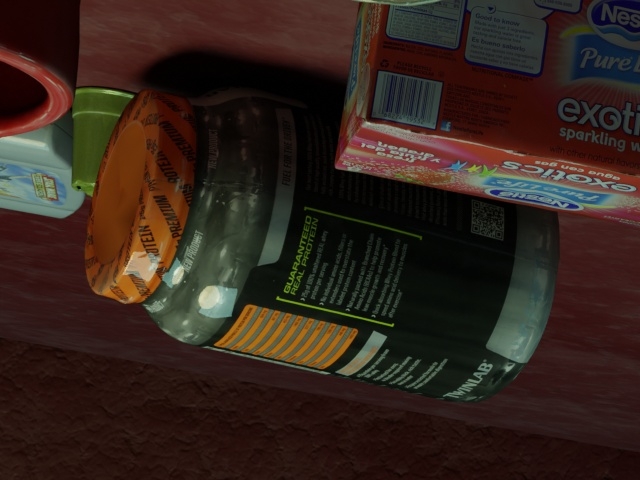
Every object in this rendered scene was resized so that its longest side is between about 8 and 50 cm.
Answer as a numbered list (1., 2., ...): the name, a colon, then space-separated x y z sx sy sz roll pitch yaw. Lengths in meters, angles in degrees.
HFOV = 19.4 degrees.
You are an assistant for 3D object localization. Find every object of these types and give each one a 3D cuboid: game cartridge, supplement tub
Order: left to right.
1. game cartridge: -0.307 -0.082 1.705 0.198 0.062 0.297 14 168 -2
2. supplement tub: 0.000 0.000 1.472 0.338 0.207 0.207 15 167 -22

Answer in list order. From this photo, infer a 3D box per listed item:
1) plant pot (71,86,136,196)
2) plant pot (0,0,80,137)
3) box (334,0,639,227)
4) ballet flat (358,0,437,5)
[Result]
1. plant pot: -0.175 -0.077 1.554 0.083 0.079 0.083 8 168 2
2. plant pot: -0.213 -0.157 0.956 0.191 0.174 0.191 4 168 1
3. box: 0.148 -0.091 1.119 0.256 0.128 0.122 10 168 -6
4. ballet flat: -0.006 -0.174 1.044 0.213 0.072 0.068 7 -165 17
